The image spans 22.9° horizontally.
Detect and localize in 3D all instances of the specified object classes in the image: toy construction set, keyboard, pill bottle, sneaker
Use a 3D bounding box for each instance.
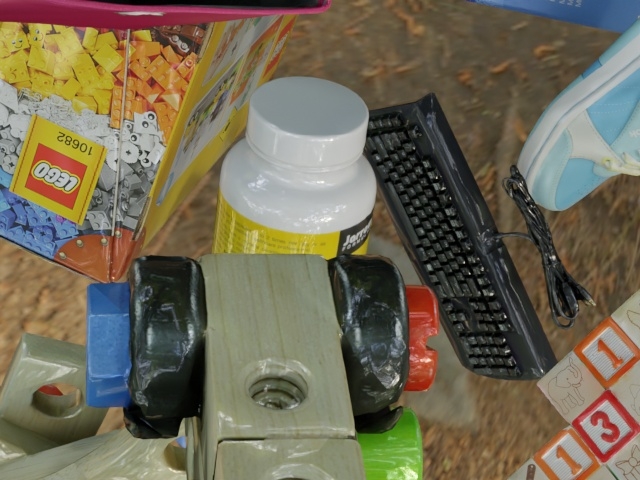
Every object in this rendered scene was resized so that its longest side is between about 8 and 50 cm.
[{"bbox_3d":[-0.028,0.129,0.425,0.151,0.327,0.215,-10,132,-20],"label":"toy construction set"},{"bbox_3d":[0.154,0.002,1.563,0.201,0.033,0.317,-10,114,46],"label":"keyboard"},{"bbox_3d":[-0.012,-0.006,0.651,0.065,0.065,0.116,16,126,10],"label":"pill bottle"},{"bbox_3d":[0.333,-0.086,1.489,0.319,0.127,0.208,-50,64,36],"label":"sneaker"}]

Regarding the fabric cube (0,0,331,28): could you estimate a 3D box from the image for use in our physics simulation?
[{"bbox_3d":[-0.169,-0.281,1.107,0.258,0.254,0.259,4,96,49],"label":"fabric cube"}]

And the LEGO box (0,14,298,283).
[{"bbox_3d":[-0.160,-0.240,1.679,0.193,0.500,0.372,26,119,3],"label":"LEGO box"}]

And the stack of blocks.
[{"bbox_3d":[0.257,0.165,1.282,0.297,0.087,0.171,-46,69,19],"label":"stack of blocks"}]

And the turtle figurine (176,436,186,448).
[{"bbox_3d":[-0.044,0.249,0.899,0.198,0.266,0.274,-24,73,-13],"label":"turtle figurine"}]

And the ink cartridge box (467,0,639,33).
[{"bbox_3d":[0.252,-0.321,1.690,0.395,0.270,0.151,13,105,-1],"label":"ink cartridge box"}]
